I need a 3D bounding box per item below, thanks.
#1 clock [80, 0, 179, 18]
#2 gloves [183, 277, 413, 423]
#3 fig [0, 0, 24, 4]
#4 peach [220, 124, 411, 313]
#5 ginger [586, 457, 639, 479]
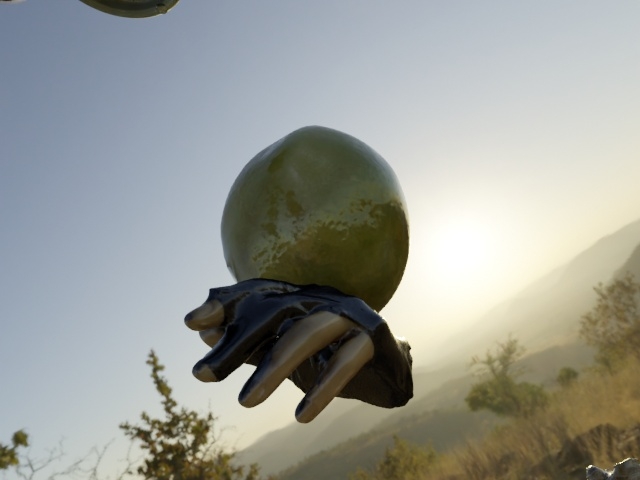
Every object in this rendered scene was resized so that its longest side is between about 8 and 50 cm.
[{"bbox_3d":[-0.328,-0.456,0.937,0.237,0.053,0.236,3,-26,1],"label":"clock"},{"bbox_3d":[-0.028,0.122,0.685,0.197,0.152,0.301,-5,-9,42],"label":"gloves"},{"bbox_3d":[-0.337,-0.303,0.635,0.109,0.103,0.154,-5,7,6],"label":"fig"},{"bbox_3d":[-0.001,-0.008,0.910,0.282,0.314,0.315,-13,29,20],"label":"peach"},{"bbox_3d":[0.435,0.414,0.851,0.102,0.157,0.216,-10,-53,-34],"label":"ginger"}]
